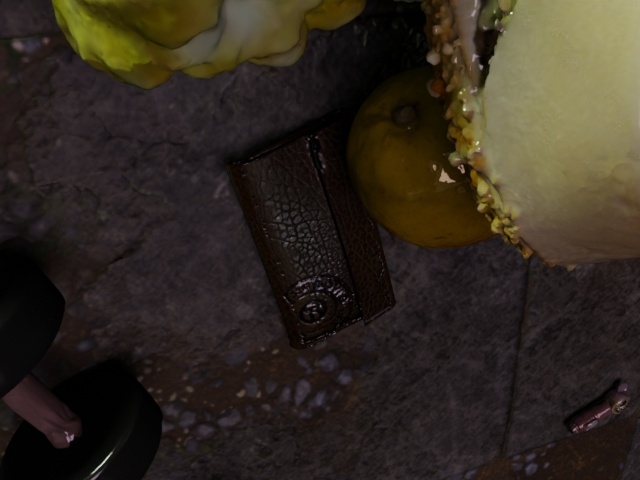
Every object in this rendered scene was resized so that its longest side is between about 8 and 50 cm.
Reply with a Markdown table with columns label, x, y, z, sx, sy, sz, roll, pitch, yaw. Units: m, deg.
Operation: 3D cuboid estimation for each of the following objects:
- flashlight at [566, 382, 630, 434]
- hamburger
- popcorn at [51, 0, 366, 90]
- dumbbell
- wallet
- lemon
| label | x | y | z | sx | sy | sz | roll | pitch | yaw |
| --- | --- | --- | --- | --- | --- | --- | --- | --- | --- |
| flashlight | 0.422 | 0.259 | 0.990 | 0.110 | 0.031 | 0.052 | -31 | 124 | -4 |
| hamburger | 0.194 | -0.126 | 0.454 | 0.302 | 0.170 | 0.302 | -10 | 105 | -45 |
| popcorn | -0.053 | -0.278 | 0.385 | 0.334 | 0.293 | 0.292 | -24 | 80 | 1 |
| dumbbell | -0.255 | 0.136 | 0.579 | 0.152 | 0.152 | 0.218 | -31 | 124 | -4 |
| wallet | 0.000 | 0.000 | 0.676 | 0.133 | 0.039 | 0.243 | -24 | 125 | -12 |
| lemon | 0.118 | -0.073 | 0.606 | 0.207 | 0.170 | 0.170 | 19 | 109 | -48 |
